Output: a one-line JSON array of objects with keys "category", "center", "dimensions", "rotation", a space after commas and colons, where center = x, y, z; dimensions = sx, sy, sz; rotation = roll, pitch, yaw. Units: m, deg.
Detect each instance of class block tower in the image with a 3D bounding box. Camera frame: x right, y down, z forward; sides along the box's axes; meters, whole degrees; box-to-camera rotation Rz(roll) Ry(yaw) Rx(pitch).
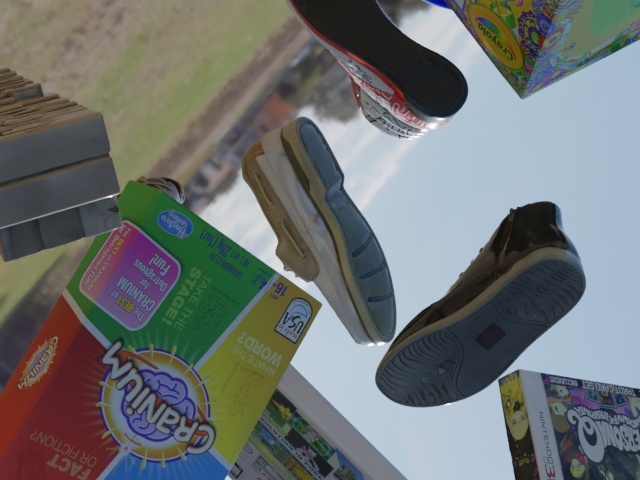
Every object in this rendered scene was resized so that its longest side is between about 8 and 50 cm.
[{"category": "block tower", "center": [-0.252, -0.071, 0.924], "dimensions": [0.097, 0.091, 0.335], "rotation": [-17, -160, -20]}]

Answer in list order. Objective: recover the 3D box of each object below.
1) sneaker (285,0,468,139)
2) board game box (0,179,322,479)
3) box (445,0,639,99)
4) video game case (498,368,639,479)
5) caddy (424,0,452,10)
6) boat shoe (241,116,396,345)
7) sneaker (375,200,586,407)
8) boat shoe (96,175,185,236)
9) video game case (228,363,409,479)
[{"category": "sneaker", "center": [0.039, -0.218, 1.290], "dimensions": [0.090, 0.270, 0.145], "rotation": [-49, -178, -14]}, {"category": "board game box", "center": [-0.165, 0.139, 1.113], "dimensions": [0.064, 0.242, 0.317], "rotation": [18, -104, 50]}, {"category": "box", "center": [0.213, -0.277, 0.666], "dimensions": [0.290, 0.177, 0.279], "rotation": [-28, 160, -15]}, {"category": "video game case", "center": [0.307, 0.256, 1.253], "dimensions": [0.042, 0.232, 0.210], "rotation": [-38, -131, 46]}, {"category": "caddy", "center": [0.234, -0.359, 1.276], "dimensions": [0.241, 0.341, 0.179], "rotation": [99, -5, -60]}, {"category": "boat shoe", "center": [0.000, 0.000, 1.451], "dimensions": [0.103, 0.302, 0.113], "rotation": [-24, 178, 26]}, {"category": "sneaker", "center": [0.145, 0.061, 1.045], "dimensions": [0.222, 0.083, 0.118], "rotation": [-37, -161, 23]}, {"category": "boat shoe", "center": [-0.297, -0.053, 1.917], "dimensions": [0.324, 0.123, 0.116], "rotation": [-88, -163, -81]}, {"category": "video game case", "center": [-0.020, 0.282, 1.402], "dimensions": [0.036, 0.329, 0.300], "rotation": [-40, 170, -33]}]
